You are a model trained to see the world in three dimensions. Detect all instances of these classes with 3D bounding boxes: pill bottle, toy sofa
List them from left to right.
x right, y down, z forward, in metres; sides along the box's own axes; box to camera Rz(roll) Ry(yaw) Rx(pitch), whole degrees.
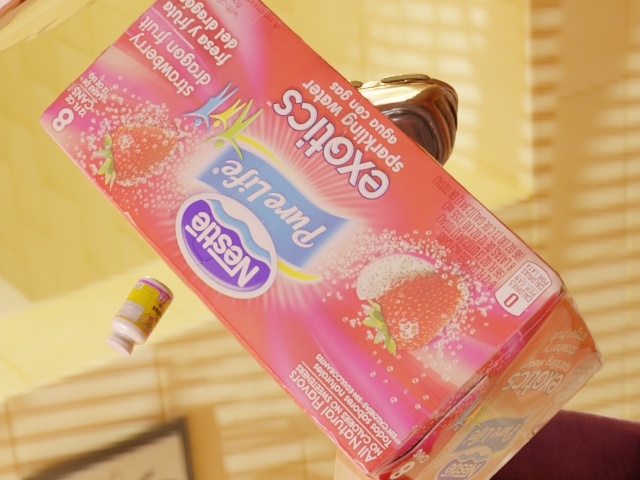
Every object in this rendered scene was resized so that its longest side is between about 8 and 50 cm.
[{"bbox_3d":[-0.196,0.082,1.764,0.043,0.043,0.083,16,-115,37],"label":"pill bottle"},{"bbox_3d":[0.200,0.226,1.515,0.362,0.150,0.177,12,170,-34],"label":"toy sofa"}]

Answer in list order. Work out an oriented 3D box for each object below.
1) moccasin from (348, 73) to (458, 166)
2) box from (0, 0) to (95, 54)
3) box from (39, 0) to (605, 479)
[{"bbox_3d":[-0.027,-0.114,1.877,0.380,0.139,0.147,-18,-157,22],"label":"moccasin"},{"bbox_3d":[-0.225,-0.254,1.205,0.215,0.168,0.345,-34,-174,24],"label":"box"},{"bbox_3d":[0.000,0.000,0.792,0.122,0.128,0.257,-44,-116,-2],"label":"box"}]
